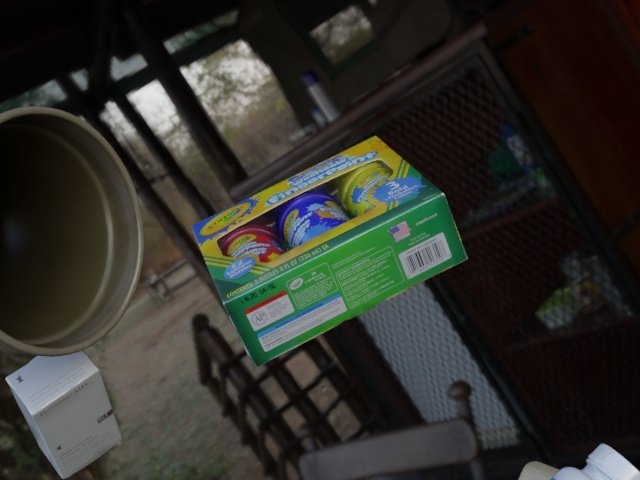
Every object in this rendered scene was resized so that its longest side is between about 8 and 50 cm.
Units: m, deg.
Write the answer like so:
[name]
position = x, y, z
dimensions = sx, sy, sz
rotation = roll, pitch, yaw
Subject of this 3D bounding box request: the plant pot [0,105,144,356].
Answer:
[plant pot]
position = -0.455, -0.004, 1.239
dimensions = 0.280, 0.323, 0.323
rotation = -4, 21, 33

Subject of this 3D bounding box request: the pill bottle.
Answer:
[pill bottle]
position = 0.330, 0.378, 1.183
dimensions = 0.221, 0.124, 0.124
rotation = -44, 7, -5

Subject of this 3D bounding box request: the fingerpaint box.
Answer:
[fingerpaint box]
position = 0.000, 0.000, 1.770
dimensions = 0.444, 0.163, 0.371
rotation = -26, 28, -5

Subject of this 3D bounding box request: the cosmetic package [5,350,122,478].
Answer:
[cosmetic package]
position = -0.389, 0.262, 1.392
dimensions = 0.117, 0.085, 0.231
rotation = -34, -28, -24

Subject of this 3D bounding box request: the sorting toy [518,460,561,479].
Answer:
[sorting toy]
position = 0.392, 0.484, 1.403
dimensions = 0.307, 0.041, 0.229
rotation = 10, 66, 54
